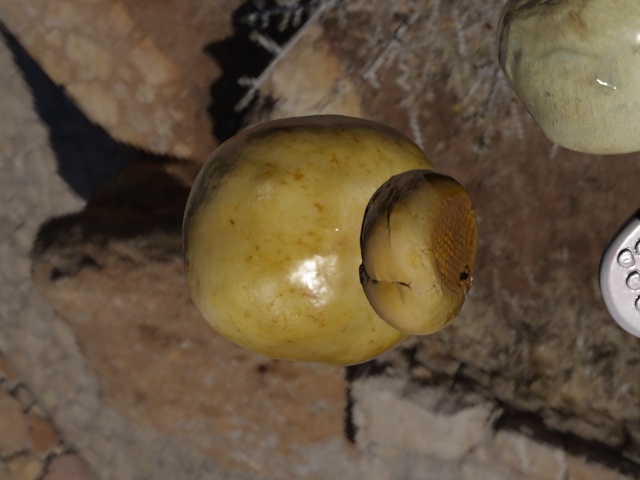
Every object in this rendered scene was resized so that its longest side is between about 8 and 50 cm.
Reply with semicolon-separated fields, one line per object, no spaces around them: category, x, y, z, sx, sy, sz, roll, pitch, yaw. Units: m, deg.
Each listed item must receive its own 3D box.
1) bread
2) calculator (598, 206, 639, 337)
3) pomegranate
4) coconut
bread;0.069;0.007;1.048;0.077;0.189;0.114;-19;99;18
calculator;0.247;0.003;0.851;0.166;0.024;0.103;-23;109;5
pomegranate;-0.005;0.003;1.499;0.307;0.307;0.307;18;134;20
coconut;0.293;-0.187;1.446;0.224;0.224;0.224;18;134;20
